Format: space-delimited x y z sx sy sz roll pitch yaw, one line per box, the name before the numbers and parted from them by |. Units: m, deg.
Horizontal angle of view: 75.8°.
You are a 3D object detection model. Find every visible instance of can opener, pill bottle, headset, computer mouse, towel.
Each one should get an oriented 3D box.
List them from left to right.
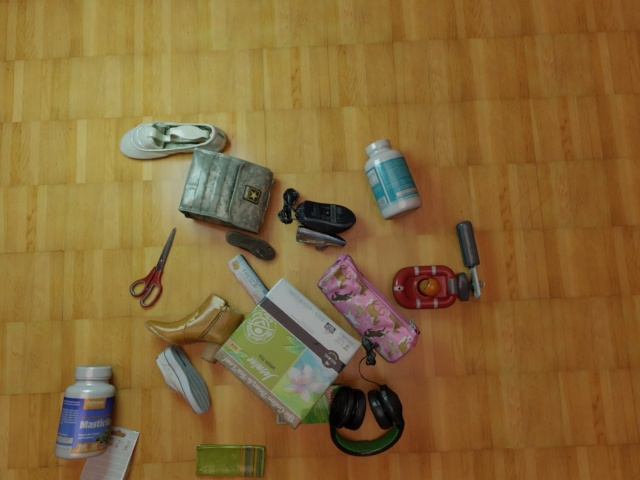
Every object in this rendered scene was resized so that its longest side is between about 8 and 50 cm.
pill bottle | -0.770 0.558 1.361 0.152 0.152 0.272 2 76 1
towel | -0.308 0.755 1.406 0.237 0.021 0.102 1 83 1
computer mouse | -0.011 -0.085 1.456 0.272 0.072 0.189 12 42 -5
headset | 0.149 0.522 1.343 0.243 0.185 0.395 -1 114 -5
pill bottle | 0.246 -0.216 1.446 0.146 0.146 0.264 -19 84 -1
can opener | 0.514 0.072 1.445 0.093 0.074 0.281 -5 83 1

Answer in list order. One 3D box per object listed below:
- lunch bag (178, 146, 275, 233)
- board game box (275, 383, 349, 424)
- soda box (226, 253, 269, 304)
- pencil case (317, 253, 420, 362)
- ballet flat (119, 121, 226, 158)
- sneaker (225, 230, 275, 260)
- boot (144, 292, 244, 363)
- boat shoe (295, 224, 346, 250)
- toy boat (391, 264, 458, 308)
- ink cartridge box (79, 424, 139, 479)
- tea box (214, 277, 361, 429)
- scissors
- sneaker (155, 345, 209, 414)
lunch bag | -0.318 -0.165 1.441 0.286 0.169 0.235 13 80 -5
board game box | -0.026 0.563 1.417 0.259 0.039 0.124 -3 84 3
soda box | -0.253 0.137 1.456 0.063 0.058 0.183 -37 85 -3
pencil case | 0.159 0.226 1.391 0.167 0.160 0.386 -44 84 -3
ballet flat | -0.546 -0.376 1.483 0.399 0.139 0.139 -1 84 1
sneaker | -0.249 0.011 1.471 0.188 0.071 0.066 27 93 -19
boot | -0.433 0.273 1.431 0.295 0.104 0.211 26 79 -2
boat shoe | 0.000 0.000 1.471 0.183 0.066 0.066 17 102 -1
toy boat | 0.361 0.159 1.399 0.230 0.151 0.151 -3 83 0
ink cartridge box | -0.717 0.738 1.413 0.145 0.045 0.179 13 66 3
tea box | -0.099 0.353 1.332 0.329 0.220 0.324 38 80 7
scissors | -0.575 0.101 1.487 0.109 0.021 0.297 34 84 7
sneaker | -0.473 0.486 1.414 0.091 0.094 0.258 -35 79 15
